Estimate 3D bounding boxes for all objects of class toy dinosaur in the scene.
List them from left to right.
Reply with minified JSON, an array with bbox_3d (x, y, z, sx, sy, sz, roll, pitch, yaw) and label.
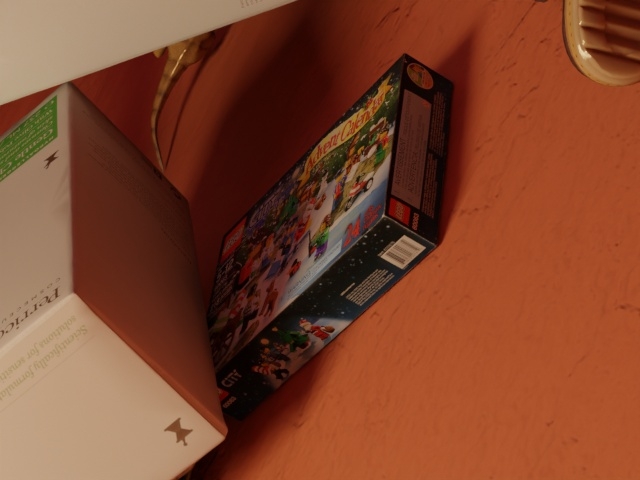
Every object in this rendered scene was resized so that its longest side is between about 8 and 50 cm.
[{"bbox_3d":[-0.132,-0.182,1.889,0.211,0.064,0.112,-59,21,6],"label":"toy dinosaur"}]

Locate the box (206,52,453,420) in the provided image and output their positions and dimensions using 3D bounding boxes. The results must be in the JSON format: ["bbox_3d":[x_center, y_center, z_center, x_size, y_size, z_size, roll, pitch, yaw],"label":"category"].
[{"bbox_3d":[0.000,0.000,1.349,0.233,0.044,0.159,-44,26,39],"label":"box"}]

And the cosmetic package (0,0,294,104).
[{"bbox_3d":[-0.178,-0.240,1.658,0.284,0.097,0.377,-18,21,-3],"label":"cosmetic package"}]

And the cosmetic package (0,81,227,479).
[{"bbox_3d":[-0.195,0.058,1.404,0.197,0.155,0.365,-39,24,10],"label":"cosmetic package"}]

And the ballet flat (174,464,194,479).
[{"bbox_3d":[-0.122,0.179,1.372,0.077,0.077,0.231,-25,35,32],"label":"ballet flat"}]

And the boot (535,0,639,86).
[{"bbox_3d":[0.171,-0.173,1.155,0.207,0.090,0.248,137,155,-68],"label":"boot"}]
